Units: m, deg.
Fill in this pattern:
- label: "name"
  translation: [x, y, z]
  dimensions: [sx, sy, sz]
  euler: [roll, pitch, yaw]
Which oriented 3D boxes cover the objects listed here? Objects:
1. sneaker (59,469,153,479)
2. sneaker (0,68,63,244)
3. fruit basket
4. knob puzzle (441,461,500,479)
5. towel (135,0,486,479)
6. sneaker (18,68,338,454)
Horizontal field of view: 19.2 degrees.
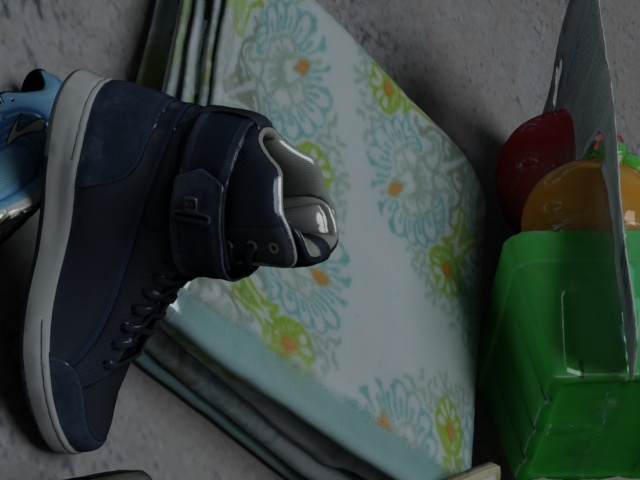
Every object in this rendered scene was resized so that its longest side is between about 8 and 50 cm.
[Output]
- label: "sneaker"
  translation: [-0.164, 0.200, 0.995]
  dimensions: [0.227, 0.087, 0.130]
  euler: [-24, 98, -54]
- label: "sneaker"
  translation: [-0.186, -0.048, 1.107]
  dimensions: [0.073, 0.063, 0.162]
  euler: [45, 36, -8]
- label: "fruit basket"
  translation: [0.212, -0.005, 1.477]
  dimensions: [0.327, 0.165, 0.353]
  euler: [96, -2, -58]
- label: "knob puzzle"
  translation: [0.056, 0.257, 1.268]
  dimensions: [0.213, 0.030, 0.213]
  euler: [-17, 116, -38]
- label: "towel"
  translation: [0.000, 0.000, 1.319]
  dimensions: [0.374, 0.090, 0.321]
  euler: [43, 45, -39]
- label: "sneaker"
  translation: [-0.078, 0.029, 1.067]
  dimensions: [0.086, 0.163, 0.226]
  euler: [-39, 138, -69]
